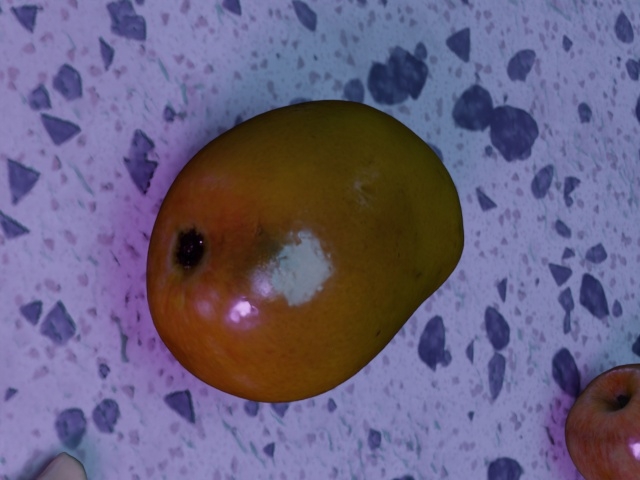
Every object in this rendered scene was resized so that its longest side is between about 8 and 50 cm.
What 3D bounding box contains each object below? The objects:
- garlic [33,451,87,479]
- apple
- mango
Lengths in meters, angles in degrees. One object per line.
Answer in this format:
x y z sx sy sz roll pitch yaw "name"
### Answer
-0.188 0.184 1.046 0.053 0.041 0.083 54 43 -10 "garlic"
0.310 0.186 1.464 0.131 0.146 0.146 46 56 -33 "apple"
0.000 0.000 1.160 0.317 0.173 0.211 -25 104 -50 "mango"
